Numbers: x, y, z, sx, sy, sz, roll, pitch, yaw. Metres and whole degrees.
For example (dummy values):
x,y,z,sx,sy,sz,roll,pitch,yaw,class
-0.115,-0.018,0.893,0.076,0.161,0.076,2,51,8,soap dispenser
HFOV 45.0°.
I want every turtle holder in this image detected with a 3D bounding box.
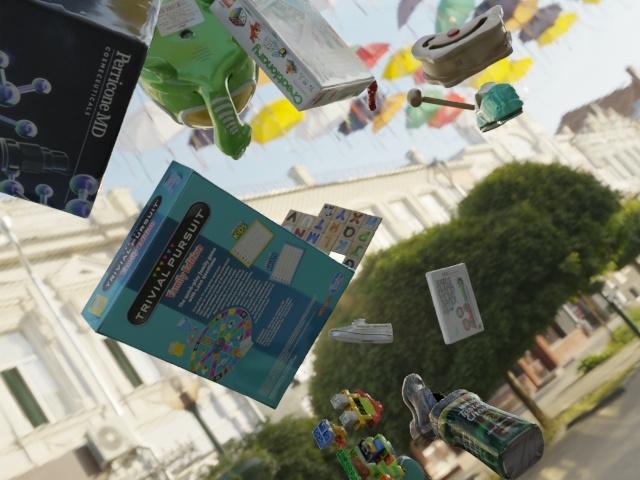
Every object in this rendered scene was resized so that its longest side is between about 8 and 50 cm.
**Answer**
x,y,z,sx,sy,sz,roll,pitch,yaw,class
-0.209,-0.319,1.463,0.243,0.320,0.227,-50,-25,-22,turtle holder

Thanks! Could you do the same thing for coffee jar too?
x,y,z,sx,sy,sz,roll,pitch,yaw,class
0.266,0.310,1.259,0.096,0.079,0.184,-28,23,-25,coffee jar

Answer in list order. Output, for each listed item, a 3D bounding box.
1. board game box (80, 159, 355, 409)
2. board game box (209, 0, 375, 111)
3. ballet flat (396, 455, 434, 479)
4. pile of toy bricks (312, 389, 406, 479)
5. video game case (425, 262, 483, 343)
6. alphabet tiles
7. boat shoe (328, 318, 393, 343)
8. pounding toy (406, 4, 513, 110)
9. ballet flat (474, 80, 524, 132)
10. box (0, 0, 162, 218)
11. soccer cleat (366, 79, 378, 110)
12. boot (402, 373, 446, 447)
x,y,z,sx,sy,sz,roll,pitch,yaw,class
-0.139,0.075,1.149,0.336,0.079,0.254,33,-94,-36,board game box
-0.029,-0.297,1.186,0.053,0.193,0.305,-41,-2,23,board game box
0.177,0.467,1.463,0.074,0.074,0.203,-40,-54,8,ballet flat
0.080,0.328,1.120,0.105,0.212,0.118,9,-53,-40,pile of toy bricks
0.295,0.135,1.685,0.019,0.157,0.143,-19,-6,41,video game case
0.000,0.000,1.792,0.198,0.237,0.009,-61,-31,-22,alphabet tiles
0.063,0.139,1.197,0.100,0.035,0.035,2,-21,1,boat shoe
0.301,-0.380,1.692,0.269,0.155,0.154,-28,30,8,pounding toy
0.340,-0.266,1.502,0.083,0.087,0.247,-27,1,5,ballet flat
-0.453,-0.251,1.047,0.395,0.212,0.294,18,-56,-18,box
0.126,-0.363,1.916,0.029,0.036,0.083,-8,-60,-10,soccer cleat
0.260,0.378,1.840,0.106,0.082,0.219,-54,23,28,boot
